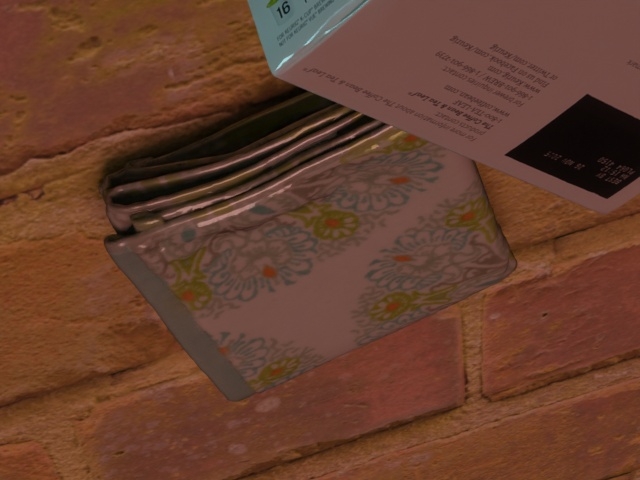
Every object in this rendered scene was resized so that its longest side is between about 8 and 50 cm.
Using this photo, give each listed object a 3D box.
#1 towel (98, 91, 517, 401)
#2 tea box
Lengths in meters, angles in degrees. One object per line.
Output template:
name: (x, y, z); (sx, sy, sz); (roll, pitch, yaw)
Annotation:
towel: (0.000, 0.000, 1.586); (0.320, 0.090, 0.374); (-22, 148, 5)
tea box: (0.112, -0.234, 1.075); (0.220, 0.323, 0.329); (-39, 144, 29)
